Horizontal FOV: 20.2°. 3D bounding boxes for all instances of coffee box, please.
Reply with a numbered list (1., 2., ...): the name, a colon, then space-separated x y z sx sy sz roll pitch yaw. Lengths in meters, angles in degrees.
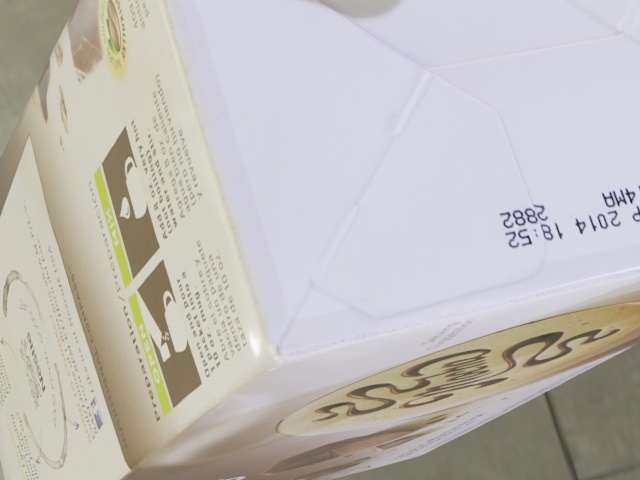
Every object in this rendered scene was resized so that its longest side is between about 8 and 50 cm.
1. coffee box: 0.000 0.000 0.543 0.168 0.297 0.119 -12 77 -23
